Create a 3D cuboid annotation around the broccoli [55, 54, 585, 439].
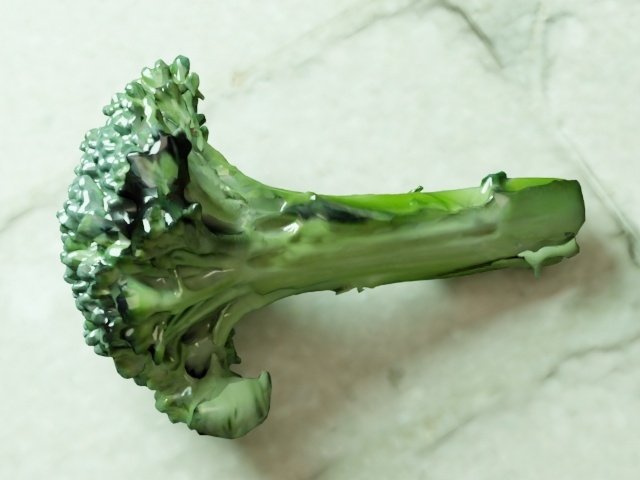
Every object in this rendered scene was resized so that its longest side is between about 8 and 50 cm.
[{"bbox_3d":[0.000,-0.002,0.748,0.204,0.118,0.122,0,39,-14],"label":"broccoli"}]
